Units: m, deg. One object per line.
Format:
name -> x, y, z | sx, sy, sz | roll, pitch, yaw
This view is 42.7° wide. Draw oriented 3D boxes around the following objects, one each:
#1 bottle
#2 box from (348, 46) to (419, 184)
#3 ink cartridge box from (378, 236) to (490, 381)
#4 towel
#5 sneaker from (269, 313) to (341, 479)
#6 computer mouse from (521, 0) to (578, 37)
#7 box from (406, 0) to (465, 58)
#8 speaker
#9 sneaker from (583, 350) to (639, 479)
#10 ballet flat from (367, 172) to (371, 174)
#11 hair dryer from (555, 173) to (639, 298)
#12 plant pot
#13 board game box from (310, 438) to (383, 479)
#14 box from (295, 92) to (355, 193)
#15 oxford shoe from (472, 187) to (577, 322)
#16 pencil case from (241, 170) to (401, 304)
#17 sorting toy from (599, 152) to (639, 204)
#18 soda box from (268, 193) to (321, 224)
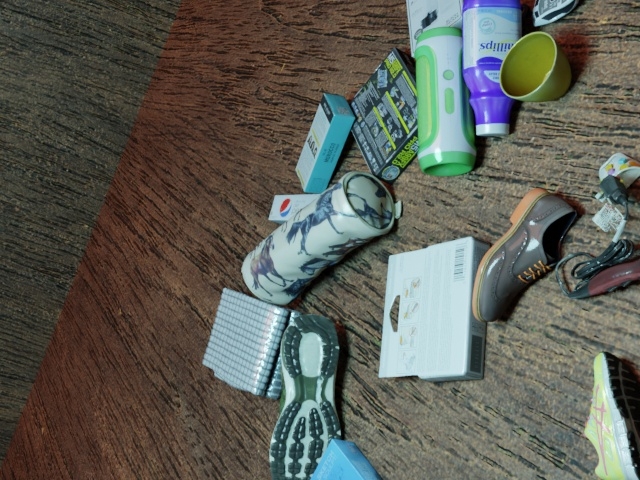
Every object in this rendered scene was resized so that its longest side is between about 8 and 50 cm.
bottle -> 0.347, -0.355, 1.661 | 0.092, 0.118, 0.283 | -170, 79, -80
box -> 0.172, -0.299, 1.956 | 0.216, 0.060, 0.270 | -49, 40, 27
ink cartridge box -> 0.229, 0.147, 1.662 | 0.239, 0.060, 0.275 | -16, 62, 51
towel -> -0.172, 0.265, 2.110 | 0.283, 0.121, 0.235 | 11, 85, 54
sneaker -> -0.034, 0.383, 1.887 | 0.182, 0.158, 0.410 | 118, 160, -75
computer mouse -> 0.460, -0.464, 1.657 | 0.193, 0.042, 0.106 | -23, 51, 54
box -> 0.287, -0.564, 1.901 | 0.169, 0.087, 0.290 | -32, 50, 43
speaker -> 0.263, -0.293, 1.736 | 0.131, 0.131, 0.297 | -14, 73, 51
sneaker -> 0.446, 0.277, 1.279 | 0.094, 0.081, 0.208 | -31, 51, 46
ballet flat -> 0.096, -0.113, 1.988 | 0.041, 0.041, 0.114 | 30, 99, 55
hair dryer -> 0.516, 0.048, 1.325 | 0.293, 0.080, 0.224 | -120, 41, -54
plant pot -> 0.428, -0.321, 1.580 | 0.134, 0.095, 0.134 | -29, 52, 45
board game box -> 0.031, 0.614, 1.701 | 0.242, 0.064, 0.316 | 41, 108, 54
box -> 0.009, -0.245, 2.094 | 0.100, 0.060, 0.244 | -111, 34, -44
oxford shoe -> 0.368, 0.039, 1.494 | 0.098, 0.097, 0.271 | 36, 104, 49
pencil case -> 0.000, 0.000, 1.949 | 0.410, 0.183, 0.160 | -37, 51, 36
sorting toy -> 0.512, -0.119, 1.425 | 0.083, 0.045, 0.075 | -51, 20, 26
soda box -> -0.045, -0.077, 2.139 | 0.216, 0.069, 0.074 | 3, 76, 54
